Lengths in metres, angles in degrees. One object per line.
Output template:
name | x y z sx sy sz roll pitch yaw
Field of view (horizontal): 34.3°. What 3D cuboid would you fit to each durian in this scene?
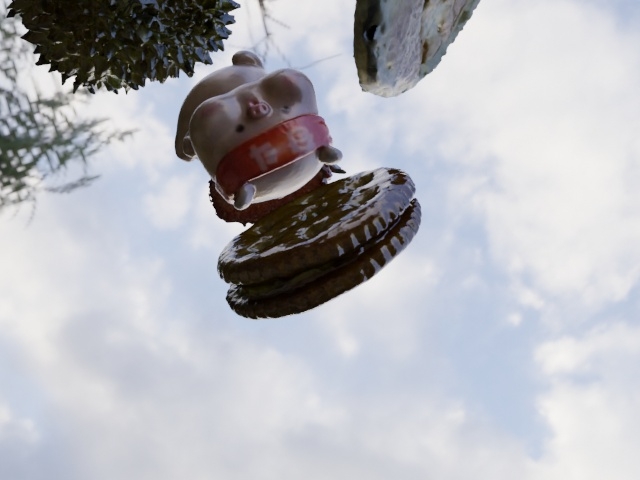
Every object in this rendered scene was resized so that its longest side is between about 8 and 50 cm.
durian | -0.208 -0.289 1.043 0.258 0.258 0.293 -21 -113 42

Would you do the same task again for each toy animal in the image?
toy animal | -0.080 -0.123 1.205 0.197 0.171 0.171 42 -47 48

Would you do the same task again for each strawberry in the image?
strawberry | -0.074 -0.120 1.485 0.208 0.087 0.167 -21 -73 29

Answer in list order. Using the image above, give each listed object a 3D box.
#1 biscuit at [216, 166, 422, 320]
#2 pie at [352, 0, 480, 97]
biscuit | 0.000 0.000 1.031 0.220 0.220 0.066 -12 -69 41
pie | 0.131 -0.337 1.330 0.077 0.339 0.339 27 -57 23
